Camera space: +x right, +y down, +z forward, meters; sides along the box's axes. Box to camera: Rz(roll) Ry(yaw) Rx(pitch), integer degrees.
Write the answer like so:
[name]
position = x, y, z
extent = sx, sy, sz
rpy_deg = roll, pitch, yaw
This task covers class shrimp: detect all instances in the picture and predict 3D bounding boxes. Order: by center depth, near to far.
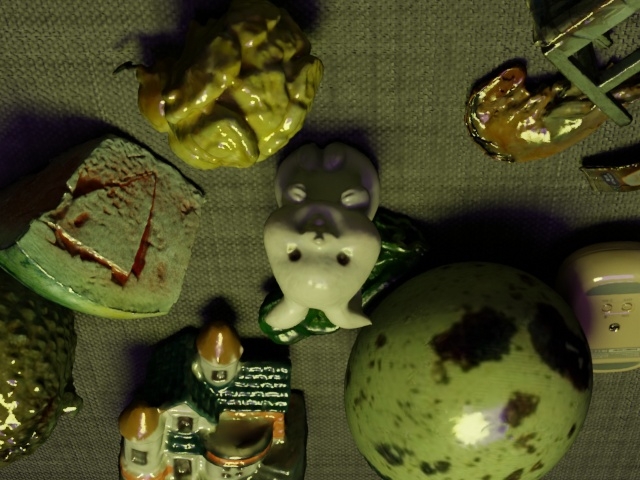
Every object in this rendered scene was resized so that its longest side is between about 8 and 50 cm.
[shrimp]
position = 0.269, -0.155, 1.203
extent = 0.262, 0.066, 0.117
rpy_deg = -30, 130, 29

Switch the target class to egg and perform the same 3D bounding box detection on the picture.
[egg]
position = 0.171, 0.182, 1.424
extent = 0.287, 0.288, 0.379
rpy_deg = 15, 143, -15

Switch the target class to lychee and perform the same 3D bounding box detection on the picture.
[lychee]
position = -0.421, 0.150, 1.435
extent = 0.274, 0.255, 0.255
rpy_deg = 24, 135, -17

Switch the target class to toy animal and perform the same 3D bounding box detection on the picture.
[toy animal]
position = 0.003, -0.001, 1.303
extent = 0.127, 0.193, 0.179
rpy_deg = 2, 148, 1

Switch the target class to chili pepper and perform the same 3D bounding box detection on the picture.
[chili pepper]
position = 0.027, 0.056, 1.445
extent = 0.099, 0.083, 0.253
rpy_deg = 34, 126, -28

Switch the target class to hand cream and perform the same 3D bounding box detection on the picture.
[hand cream]
position = 0.377, -0.086, 1.302
extent = 0.163, 0.039, 0.062
rpy_deg = -17, 152, 23

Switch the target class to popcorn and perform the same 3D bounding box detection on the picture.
[popcorn]
position = -0.096, -0.157, 1.157
extent = 0.173, 0.169, 0.195
rpy_deg = 12, 178, -28

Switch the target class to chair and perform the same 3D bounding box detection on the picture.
[chair]
position = 0.243, -0.247, 1.040
extent = 0.147, 0.136, 0.270
rpy_deg = -32, 131, 31

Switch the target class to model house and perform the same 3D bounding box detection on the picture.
[model house]
position = -0.146, 0.235, 1.576
extent = 0.271, 0.190, 0.301
rpy_deg = 5, 138, -1

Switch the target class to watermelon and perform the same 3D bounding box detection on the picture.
[watermelon]
position = -0.270, -0.026, 1.338
extent = 0.213, 0.201, 0.261
rpy_deg = 33, 173, -33

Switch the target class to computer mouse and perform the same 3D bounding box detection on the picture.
[computer mouse]
position = 0.364, 0.080, 1.458
extent = 0.145, 0.082, 0.237
rpy_deg = -5, 141, 7
